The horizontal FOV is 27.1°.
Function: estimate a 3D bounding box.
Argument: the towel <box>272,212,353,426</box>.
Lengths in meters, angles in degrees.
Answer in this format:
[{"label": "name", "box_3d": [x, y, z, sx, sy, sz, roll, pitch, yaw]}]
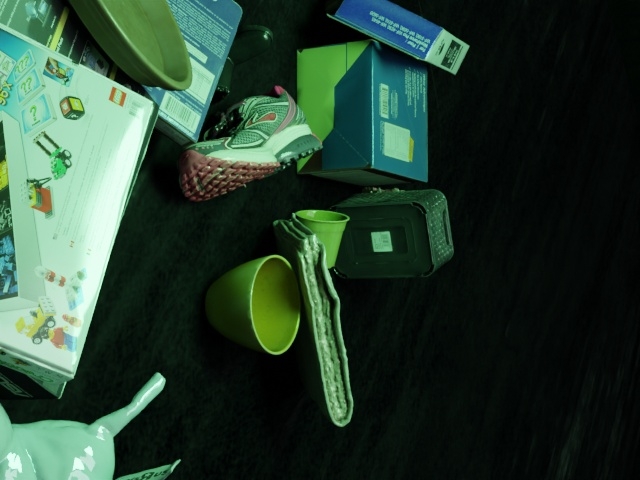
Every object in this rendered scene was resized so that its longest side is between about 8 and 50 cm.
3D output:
[{"label": "towel", "box_3d": [-0.010, 0.110, 1.923, 0.187, 0.049, 0.282, -136, -144, -71]}]

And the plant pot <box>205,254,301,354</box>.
[{"label": "plant pot", "box_3d": [-0.100, 0.089, 1.810, 0.134, 0.095, 0.134, 10, 79, -61]}]

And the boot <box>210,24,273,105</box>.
[{"label": "boot", "box_3d": [-0.124, -0.232, 1.770, 0.045, 0.121, 0.099, 53, 37, -44]}]

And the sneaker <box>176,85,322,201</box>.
[{"label": "sneaker", "box_3d": [-0.112, -0.133, 1.806, 0.112, 0.120, 0.299, 63, 27, -1]}]

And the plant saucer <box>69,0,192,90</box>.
[{"label": "plant saucer", "box_3d": [-0.238, -0.287, 1.527, 0.278, 0.041, 0.278, 56, 13, -20]}]

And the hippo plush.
[{"label": "hippo plush", "box_3d": [-0.315, 0.239, 1.238, 0.236, 0.294, 0.234, 41, 22, -41]}]

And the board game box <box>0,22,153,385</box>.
[{"label": "board game box", "box_3d": [-0.285, -0.039, 1.256, 0.193, 0.053, 0.305, 27, 61, -27]}]

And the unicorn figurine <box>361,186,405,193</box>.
[{"label": "unicorn figurine", "box_3d": [0.127, -0.045, 2.251, 0.060, 0.111, 0.162, -52, 120, -26]}]

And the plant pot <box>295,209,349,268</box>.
[{"label": "plant pot", "box_3d": [0.000, 0.000, 2.031, 0.083, 0.083, 0.079, -18, 115, -61]}]

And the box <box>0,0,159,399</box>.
[{"label": "box", "box_3d": [-0.332, -0.075, 1.394, 0.318, 0.097, 0.395, 52, 44, -48]}]

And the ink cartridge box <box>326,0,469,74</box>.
[{"label": "ink cartridge box", "box_3d": [0.131, -0.335, 2.120, 0.065, 0.165, 0.332, -64, 169, 10]}]

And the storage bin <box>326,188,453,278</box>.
[{"label": "storage bin", "box_3d": [0.109, -0.010, 2.115, 0.084, 0.180, 0.122, -30, 114, -58]}]

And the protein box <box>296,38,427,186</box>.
[{"label": "protein box", "box_3d": [0.069, -0.195, 2.100, 0.201, 0.135, 0.200, 9, 80, -61]}]

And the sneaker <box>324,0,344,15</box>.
[{"label": "sneaker", "box_3d": [0.045, -0.427, 2.170, 0.071, 0.066, 0.188, 53, 39, -7]}]

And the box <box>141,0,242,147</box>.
[{"label": "box", "box_3d": [-0.185, -0.245, 1.693, 0.136, 0.036, 0.225, 35, 56, -29]}]
